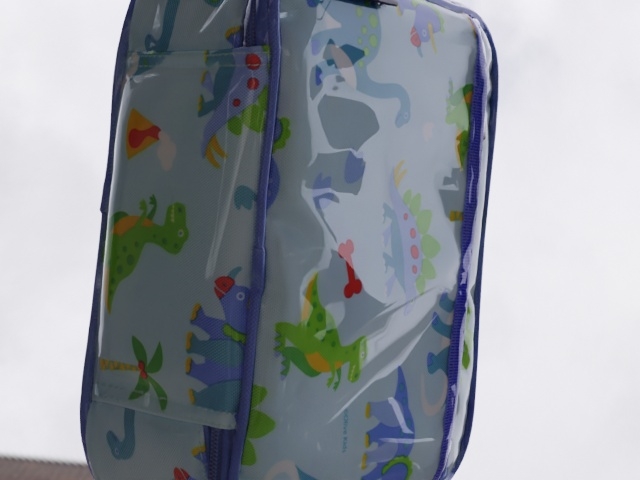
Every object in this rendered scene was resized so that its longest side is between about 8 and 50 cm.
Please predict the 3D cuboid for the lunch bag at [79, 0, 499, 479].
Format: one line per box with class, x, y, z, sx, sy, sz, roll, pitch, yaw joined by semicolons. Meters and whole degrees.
lunch bag;0.000;0.000;0.463;0.090;0.176;0.219;6;-91;36
